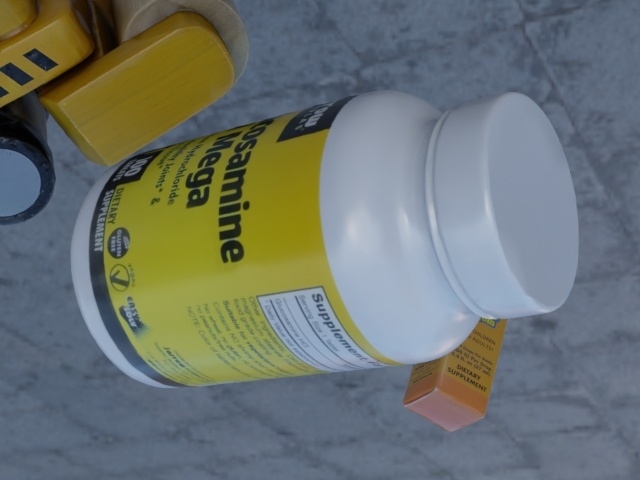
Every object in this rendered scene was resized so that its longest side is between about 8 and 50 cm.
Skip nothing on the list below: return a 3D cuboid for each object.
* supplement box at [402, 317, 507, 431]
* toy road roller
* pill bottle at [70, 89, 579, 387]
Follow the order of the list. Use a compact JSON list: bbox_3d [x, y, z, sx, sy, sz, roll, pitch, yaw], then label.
[{"bbox_3d":[0.176,0.111,1.332,0.078,0.233,0.080,29,143,-15],"label":"supplement box"},{"bbox_3d":[-0.254,-0.195,0.981,0.329,0.202,0.241,-28,127,4],"label":"toy road roller"},{"bbox_3d":[0.000,0.000,0.769,0.333,0.188,0.188,-11,149,33],"label":"pill bottle"}]
